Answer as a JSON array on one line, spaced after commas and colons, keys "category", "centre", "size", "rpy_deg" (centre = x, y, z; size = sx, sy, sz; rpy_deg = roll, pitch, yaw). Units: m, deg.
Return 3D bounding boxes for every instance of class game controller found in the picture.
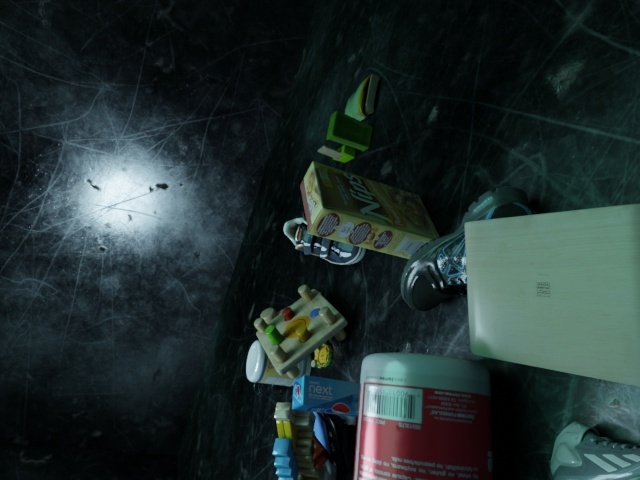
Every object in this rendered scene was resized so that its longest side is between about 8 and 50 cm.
[{"category": "game controller", "centre": [0.000, 0.522, 1.210], "size": [0.319, 0.067, 0.166], "rpy_deg": [6, 116, 67]}]

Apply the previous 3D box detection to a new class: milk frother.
[{"category": "milk frother", "centre": [-0.208, 0.536, 1.651], "size": [0.135, 0.143, 0.129], "rpy_deg": [-31, 55, 57]}]

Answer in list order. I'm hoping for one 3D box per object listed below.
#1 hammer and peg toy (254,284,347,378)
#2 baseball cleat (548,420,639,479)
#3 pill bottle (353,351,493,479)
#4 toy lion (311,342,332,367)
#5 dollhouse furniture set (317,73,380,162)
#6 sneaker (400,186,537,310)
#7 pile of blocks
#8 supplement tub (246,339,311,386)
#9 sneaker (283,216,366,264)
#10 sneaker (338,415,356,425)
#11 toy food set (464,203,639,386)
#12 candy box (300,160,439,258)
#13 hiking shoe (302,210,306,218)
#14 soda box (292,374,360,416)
[{"category": "hammer and peg toy", "centre": [-0.085, 0.260, 1.395], "size": [0.266, 0.127, 0.361], "rpy_deg": [-36, 26, -9]}, {"category": "baseball cleat", "centre": [0.369, 0.269, 0.531], "size": [0.205, 0.072, 0.109], "rpy_deg": [-52, 24, 37]}, {"category": "pill bottle", "centre": [0.168, 0.408, 0.711], "size": [0.229, 0.229, 0.407], "rpy_deg": [-31, 48, 60]}, {"category": "toy lion", "centre": [0.007, 0.372, 1.397], "size": [0.096, 0.034, 0.100], "rpy_deg": [-46, 35, 39]}, {"category": "dollhouse furniture set", "centre": [0.092, -0.469, 1.567], "size": [0.198, 0.152, 0.301], "rpy_deg": [-13, 64, 66]}, {"category": "sneaker", "centre": [0.276, 0.052, 0.824], "size": [0.139, 0.125, 0.340], "rpy_deg": [-99, 31, -42]}, {"category": "pile of blocks", "centre": [-0.040, 0.603, 1.103], "size": [0.149, 0.113, 0.361], "rpy_deg": [-24, -75, -68]}, {"category": "supplement tub", "centre": [-0.147, 0.434, 1.492], "size": [0.144, 0.200, 0.144], "rpy_deg": [-47, 36, 50]}, {"category": "sneaker", "centre": [0.000, 0.000, 1.407], "size": [0.321, 0.128, 0.126], "rpy_deg": [15, 91, 47]}, {"category": "sneaker", "centre": [0.054, 0.475, 1.179], "size": [0.152, 0.054, 0.061], "rpy_deg": [156, 121, -63]}, {"category": "toy food set", "centre": [0.349, 0.072, 0.619], "size": [0.306, 0.093, 0.219], "rpy_deg": [-6, 83, 55]}, {"category": "candy box", "centre": [0.117, -0.068, 1.025], "size": [0.087, 0.317, 0.182], "rpy_deg": [-59, 28, 35]}, {"category": "hiking shoe", "centre": [-0.009, -0.116, 1.632], "size": [0.086, 0.114, 0.226], "rpy_deg": [-48, 34, 48]}, {"category": "soda box", "centre": [0.039, 0.392, 1.058], "size": [0.067, 0.210, 0.071], "rpy_deg": [-47, 34, 49]}]
